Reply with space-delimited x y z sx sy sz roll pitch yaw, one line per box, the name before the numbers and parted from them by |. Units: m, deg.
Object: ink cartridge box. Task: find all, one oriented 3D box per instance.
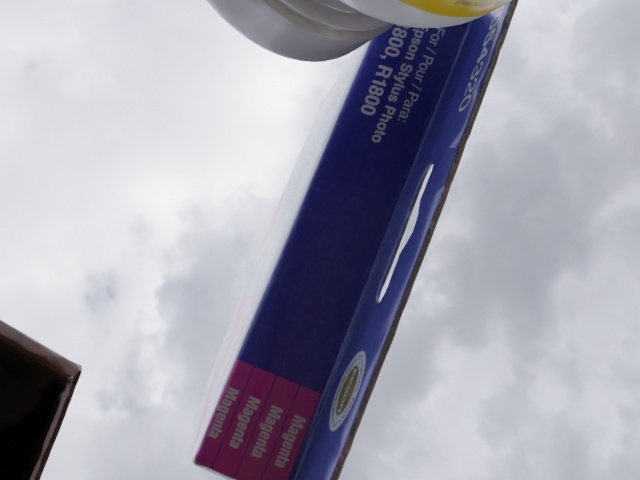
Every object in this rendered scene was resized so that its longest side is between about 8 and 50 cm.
ink cartridge box | 0.000 0.000 0.532 0.071 0.330 0.324 23 -102 -5

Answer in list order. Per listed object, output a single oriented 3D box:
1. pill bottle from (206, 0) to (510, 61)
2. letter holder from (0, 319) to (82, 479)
pill bottle | 0.074 -0.202 0.297 0.188 0.334 0.188 12 -110 -34
letter holder | -0.281 0.182 0.366 0.152 0.214 0.302 37 -70 -21
